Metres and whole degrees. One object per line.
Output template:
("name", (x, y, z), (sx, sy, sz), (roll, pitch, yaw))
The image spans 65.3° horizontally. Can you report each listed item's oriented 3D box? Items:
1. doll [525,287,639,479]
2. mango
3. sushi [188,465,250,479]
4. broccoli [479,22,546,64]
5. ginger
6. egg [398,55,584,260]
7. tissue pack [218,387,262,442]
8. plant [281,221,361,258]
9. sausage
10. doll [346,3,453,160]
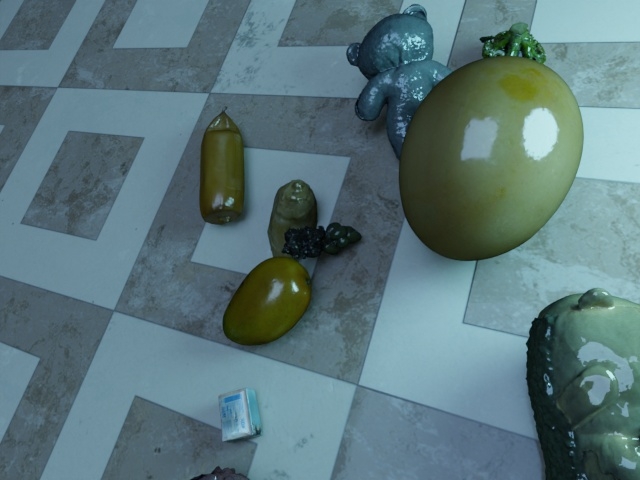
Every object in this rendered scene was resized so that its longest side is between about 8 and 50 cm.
("doll", (0.418, 0.250, 0.712), (0.248, 0.247, 0.349), (6, 79, 24))
("mango", (-0.111, 0.135, 1.046), (0.151, 0.120, 0.221), (39, 92, 34))
("sushi", (-0.201, 0.539, 0.870), (0.270, 0.171, 0.236), (-39, 58, -3))
("broccoli", (0.414, -0.406, 1.071), (0.130, 0.120, 0.131), (0, 64, 7))
("ginger", (-0.066, -0.044, 1.114), (0.115, 0.122, 0.193), (5, 74, 3))
("egg", (0.294, -0.144, 0.897), (0.301, 0.301, 0.373), (25, 80, 29))
("tissue pack", (-0.163, 0.350, 1.003), (0.074, 0.058, 0.094), (-18, 62, 12))
("plant", (0.000, 0.000, 1.069), (0.174, 0.087, 0.085), (-9, 48, -16))
("sausage", (-0.247, -0.194, 1.256), (0.112, 0.112, 0.328), (-13, 63, 17))
("doll", (0.191, -0.342, 1.139), (0.246, 0.158, 0.340), (-21, 90, 6))
